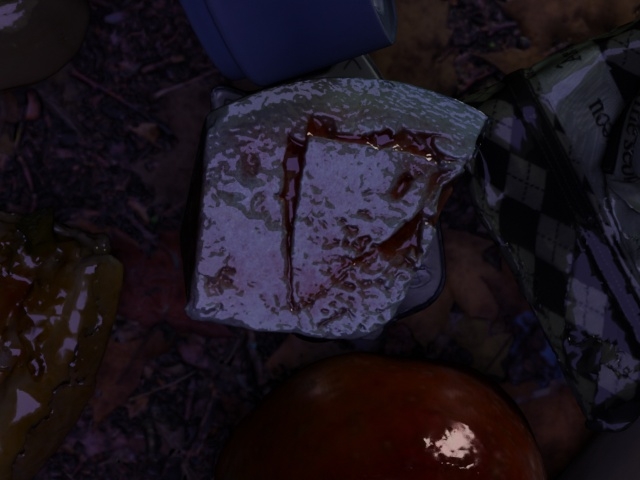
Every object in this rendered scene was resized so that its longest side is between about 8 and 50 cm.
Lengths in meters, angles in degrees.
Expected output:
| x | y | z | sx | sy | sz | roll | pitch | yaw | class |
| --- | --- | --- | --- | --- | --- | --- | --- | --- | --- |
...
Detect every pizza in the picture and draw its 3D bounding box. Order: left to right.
| x | y | z | sx | sy | sz | roll | pitch | yaw | class |
| --- | --- | --- | --- | --- | --- | --- | --- | --- | --- |
| -0.352 | 0.105 | 1.601 | 0.391 | 0.080 | 0.435 | -13 | 105 | 2 | pizza |

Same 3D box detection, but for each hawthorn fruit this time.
| x | y | z | sx | sy | sz | roll | pitch | yaw | class |
| --- | --- | --- | --- | --- | --- | --- | --- | --- | --- |
| 0.057 | 0.216 | 1.550 | 0.284 | 0.284 | 0.284 | 0 | 104 | -1 | hawthorn fruit |

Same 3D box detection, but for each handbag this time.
| x | y | z | sx | sy | sz | roll | pitch | yaw | class |
| --- | --- | --- | --- | --- | --- | --- | --- | --- | --- |
| 0.338 | -0.048 | 1.518 | 0.416 | 0.180 | 0.317 | -23 | 95 | 9 | handbag |

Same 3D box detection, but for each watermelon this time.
| x | y | z | sx | sy | sz | roll | pitch | yaw | class |
| --- | --- | --- | --- | --- | --- | --- | --- | --- | --- |
| 0.000 | 0.000 | 1.444 | 0.212 | 0.262 | 0.201 | 7 | 64 | -8 | watermelon |

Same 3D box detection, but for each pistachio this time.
| x | y | z | sx | sy | sz | roll | pitch | yaw | class |
| --- | --- | --- | --- | --- | --- | --- | --- | --- | --- |
| -0.290 | -0.173 | 1.504 | 0.206 | 0.129 | 0.131 | -19 | 60 | 5 | pistachio |

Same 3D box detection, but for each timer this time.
| x | y | z | sx | sy | sz | roll | pitch | yaw | class |
| --- | --- | --- | --- | --- | --- | --- | --- | --- | --- |
| -0.039 | -0.303 | 1.354 | 0.173 | 0.395 | 0.395 | -15 | 103 | 7 | timer |

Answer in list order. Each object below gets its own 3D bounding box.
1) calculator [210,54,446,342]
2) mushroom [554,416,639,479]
| x | y | z | sx | sy | sz | roll | pitch | yaw | class |
| --- | --- | --- | --- | --- | --- | --- | --- | --- | --- |
| 0.010 | -0.033 | 1.592 | 0.177 | 0.040 | 0.268 | -17 | 104 | 3 | calculator |
| 0.278 | 0.245 | 1.620 | 0.407 | 0.137 | 0.154 | -43 | 114 | 2 | mushroom |
